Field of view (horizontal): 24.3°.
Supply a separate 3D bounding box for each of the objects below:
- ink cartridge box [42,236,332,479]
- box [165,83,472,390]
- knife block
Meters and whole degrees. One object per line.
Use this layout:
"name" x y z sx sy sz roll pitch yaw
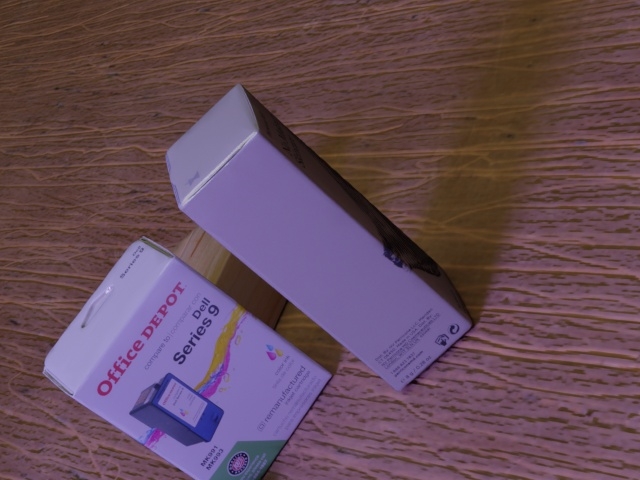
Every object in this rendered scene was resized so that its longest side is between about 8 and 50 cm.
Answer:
"ink cartridge box" -0.120 0.120 1.352 0.154 0.212 0.093 -54 29 -8
"box" 0.000 0.000 1.259 0.094 0.275 0.113 -43 29 11
"knife block" -0.100 0.084 1.500 0.276 0.088 0.242 -43 30 13
